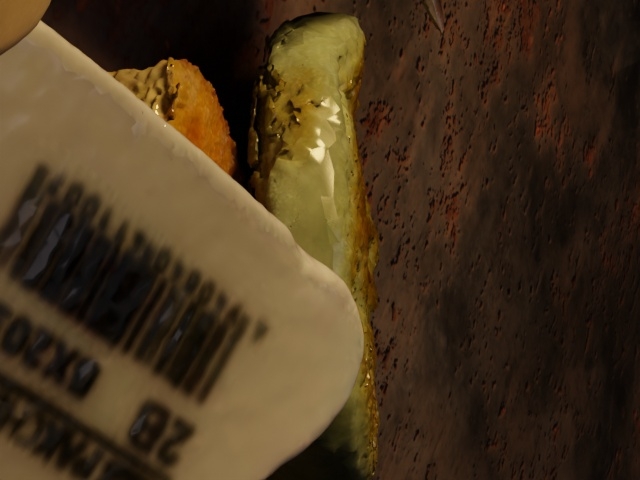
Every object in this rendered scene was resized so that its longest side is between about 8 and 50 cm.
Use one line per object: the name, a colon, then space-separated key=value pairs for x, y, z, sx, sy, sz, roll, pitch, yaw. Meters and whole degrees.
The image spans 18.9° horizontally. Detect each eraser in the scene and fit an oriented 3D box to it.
eraser: x=-0.129 y=0.043 z=0.914 sx=0.331 sy=0.150 sz=0.331 roll=-17 pitch=114 yaw=-42

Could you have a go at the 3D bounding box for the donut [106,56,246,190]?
donut: x=-0.109 y=0.035 z=1.142 sx=0.152 sy=0.101 sz=0.259 roll=35 pitch=61 yaw=-62

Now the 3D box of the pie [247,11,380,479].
pie: x=0.000 y=0.000 z=1.273 sx=0.371 sy=0.078 sz=0.296 roll=-83 pitch=172 yaw=-66

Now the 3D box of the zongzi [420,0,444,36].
zongzi: x=-0.109 y=-0.218 z=1.106 sx=0.467 sy=0.218 sz=0.500 roll=-43 pitch=149 yaw=-16

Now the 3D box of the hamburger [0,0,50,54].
hamburger: x=-0.215 y=-0.165 z=0.690 sx=0.302 sy=0.302 sz=0.170 roll=-37 pitch=140 yaw=-58
